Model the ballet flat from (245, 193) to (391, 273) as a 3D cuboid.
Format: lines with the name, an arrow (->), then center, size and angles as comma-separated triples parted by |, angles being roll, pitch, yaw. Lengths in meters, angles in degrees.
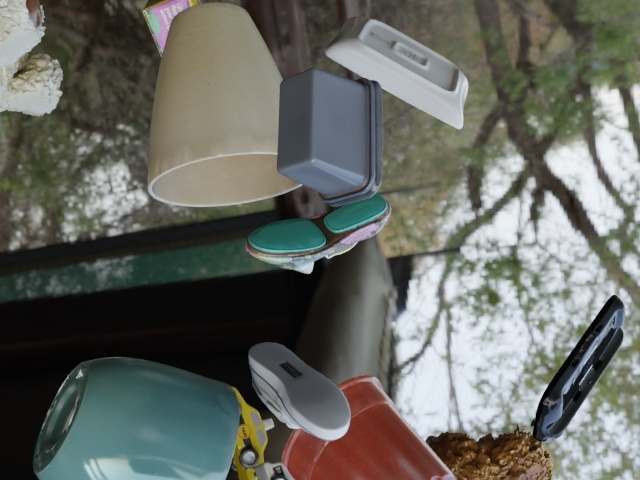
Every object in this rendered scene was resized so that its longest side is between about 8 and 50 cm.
ballet flat -> 0.000, 0.000, 1.342 | 0.222, 0.079, 0.077 | -21, -129, -23

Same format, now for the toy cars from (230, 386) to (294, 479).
toy cars -> -0.087, 0.405, 1.714 | 0.087, 0.176, 0.393 | -17, -143, -21

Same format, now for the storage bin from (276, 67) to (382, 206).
storage bin -> 0.000, -0.114, 1.020 | 0.098, 0.135, 0.091 | -13, 158, 42

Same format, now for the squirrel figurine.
squirrel figurine -> 0.381, 0.592, 2.162 | 0.371, 0.397, 0.281 | 23, -132, 8

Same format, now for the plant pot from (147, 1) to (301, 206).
plant pot -> -0.157, -0.219, 1.511 | 0.257, 0.273, 0.256 | -9, 166, -2

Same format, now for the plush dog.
plush dog -> -0.490, -0.300, 1.336 | 0.211, 0.225, 0.262 | -19, 158, -11

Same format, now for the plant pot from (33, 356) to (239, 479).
plant pot -> -0.304, 0.317, 1.516 | 0.235, 0.293, 0.293 | 28, 178, -22

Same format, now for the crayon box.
crayon box -> -0.250, -0.344, 2.023 | 0.106, 0.362, 0.313 | -21, -160, 2

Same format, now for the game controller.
game controller -> 0.504, 0.247, 1.881 | 0.067, 0.166, 0.319 | 21, -126, 33

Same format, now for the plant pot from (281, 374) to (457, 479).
plant pot -> 0.111, 0.455, 1.910 | 0.272, 0.272, 0.265 | -19, -135, -39

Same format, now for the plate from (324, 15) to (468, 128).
plate -> 0.157, -0.328, 1.790 | 0.278, 0.045, 0.277 | 29, -152, -3

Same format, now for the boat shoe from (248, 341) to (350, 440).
boat shoe -> -0.035, 0.256, 1.551 | 0.095, 0.084, 0.258 | -10, -152, -25
